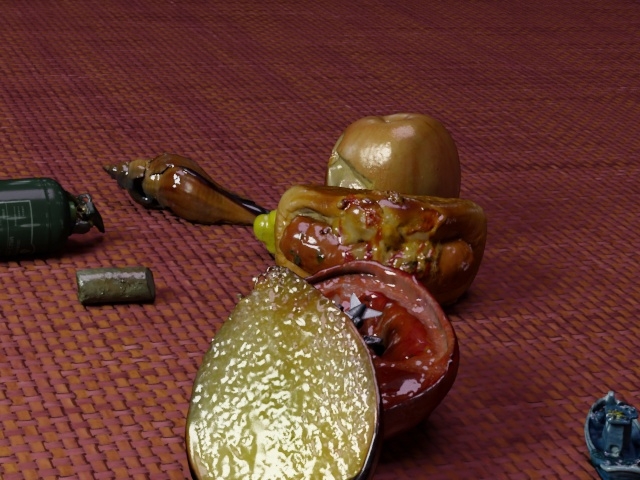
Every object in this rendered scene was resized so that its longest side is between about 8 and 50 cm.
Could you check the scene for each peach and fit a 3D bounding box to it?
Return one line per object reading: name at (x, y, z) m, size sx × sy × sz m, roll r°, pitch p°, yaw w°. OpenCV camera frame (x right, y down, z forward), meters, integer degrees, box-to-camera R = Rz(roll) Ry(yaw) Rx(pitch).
peach at (-0.028, 0.152, 1.280) m, size 0.189 × 0.068 × 0.279 m, roll -11°, pitch 54°, yaw 14°

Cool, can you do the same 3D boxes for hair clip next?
hair clip at (0.000, 0.000, 1.789) m, size 0.173 × 0.072 × 0.046 m, roll 11°, pitch 42°, yaw -2°

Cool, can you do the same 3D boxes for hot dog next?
hot dog at (0.072, 0.006, 1.681) m, size 0.257 × 0.150 × 0.153 m, roll 5°, pitch 12°, yaw -1°

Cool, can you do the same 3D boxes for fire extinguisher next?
fire extinguisher at (-0.404, -0.023, 1.714) m, size 0.311 × 0.114 × 0.095 m, roll -6°, pitch 63°, yaw -23°

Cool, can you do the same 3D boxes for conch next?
conch at (-0.178, -0.071, 1.906) m, size 0.233 × 0.080 × 0.086 m, roll 14°, pitch 31°, yaw 20°

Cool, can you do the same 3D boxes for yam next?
yam at (-0.233, 0.051, 1.628) m, size 0.094 × 0.043 × 0.043 m, roll -2°, pitch 22°, yaw -16°

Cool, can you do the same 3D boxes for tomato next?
tomato at (0.028, 0.127, 1.415) m, size 0.228 × 0.101 × 0.228 m, roll -4°, pitch 38°, yaw 3°

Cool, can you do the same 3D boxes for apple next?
apple at (0.095, -0.083, 1.862) m, size 0.199 × 0.199 × 0.199 m, roll 5°, pitch 21°, yaw -2°

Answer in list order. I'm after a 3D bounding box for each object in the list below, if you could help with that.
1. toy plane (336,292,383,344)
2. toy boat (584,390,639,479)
toy plane at (0.019, 0.085, 1.368) m, size 0.078 × 0.031 × 0.083 m, roll 33°, pitch 52°, yaw 25°
toy boat at (0.285, 0.188, 1.368) m, size 0.060 × 0.061 × 0.137 m, roll 7°, pitch 20°, yaw 4°
